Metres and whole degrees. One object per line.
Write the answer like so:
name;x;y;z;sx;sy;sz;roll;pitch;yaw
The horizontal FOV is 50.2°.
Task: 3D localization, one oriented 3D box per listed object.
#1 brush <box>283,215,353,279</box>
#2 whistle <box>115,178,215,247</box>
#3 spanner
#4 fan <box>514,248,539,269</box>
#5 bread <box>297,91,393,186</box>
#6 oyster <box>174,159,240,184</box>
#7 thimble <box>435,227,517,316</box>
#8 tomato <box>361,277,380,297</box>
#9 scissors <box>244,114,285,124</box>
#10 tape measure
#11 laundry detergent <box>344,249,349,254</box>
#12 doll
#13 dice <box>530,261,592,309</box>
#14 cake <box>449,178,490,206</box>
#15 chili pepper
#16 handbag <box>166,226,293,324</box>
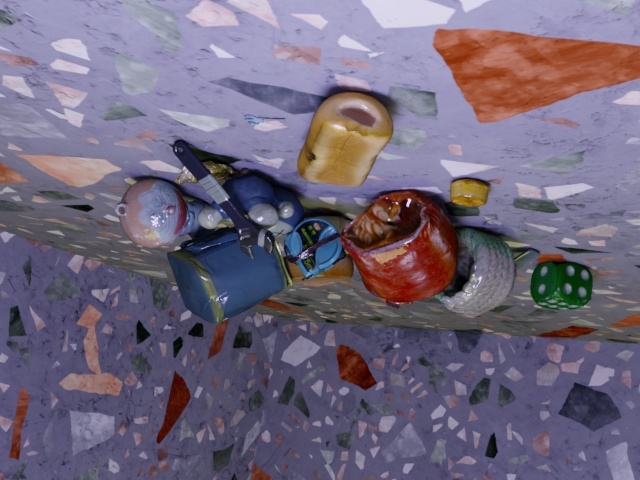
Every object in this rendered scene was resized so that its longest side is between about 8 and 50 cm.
brush;-0.032;0.033;1.878;0.267;0.166;0.174;-12;167;39
whistle;-0.387;-0.066;1.809;0.189;0.189;0.348;-2;175;38
spanner;-0.218;-0.087;1.491;0.087;0.024;0.316;-35;98;35
fan;0.490;0.104;1.914;0.057;0.023;0.282;22;132;-41
bread;0.041;-0.175;1.217;0.142;0.091;0.305;4;167;-8
oyster;-0.261;-0.162;1.597;0.146;0.045;0.121;12;152;-12
thimble;0.390;0.083;1.753;0.150;0.218;0.219;16;165;-28
tomato;0.199;0.102;2.102;0.167;0.167;0.167;9;166;2
scissors;-0.103;-0.226;1.282;0.083;0.006;0.036;3;163;23
tape measure;-0.014;0.012;1.628;0.146;0.125;0.081;-29;166;-3
laundry detergent;0.000;0.000;1.986;0.226;0.070;0.099;18;152;-20
doll;-0.149;-0.067;1.639;0.228;0.154;0.258;-4;160;21
dice;0.687;0.130;1.951;0.128;0.120;0.131;15;163;-20
cake;0.312;-0.101;1.432;0.084;0.044;0.084;10;167;2
chili pepper;0.186;0.001;1.624;0.252;0.229;0.305;-7;151;22
handbag;-0.245;0.080;1.814;0.241;0.222;0.263;-28;-162;-28
